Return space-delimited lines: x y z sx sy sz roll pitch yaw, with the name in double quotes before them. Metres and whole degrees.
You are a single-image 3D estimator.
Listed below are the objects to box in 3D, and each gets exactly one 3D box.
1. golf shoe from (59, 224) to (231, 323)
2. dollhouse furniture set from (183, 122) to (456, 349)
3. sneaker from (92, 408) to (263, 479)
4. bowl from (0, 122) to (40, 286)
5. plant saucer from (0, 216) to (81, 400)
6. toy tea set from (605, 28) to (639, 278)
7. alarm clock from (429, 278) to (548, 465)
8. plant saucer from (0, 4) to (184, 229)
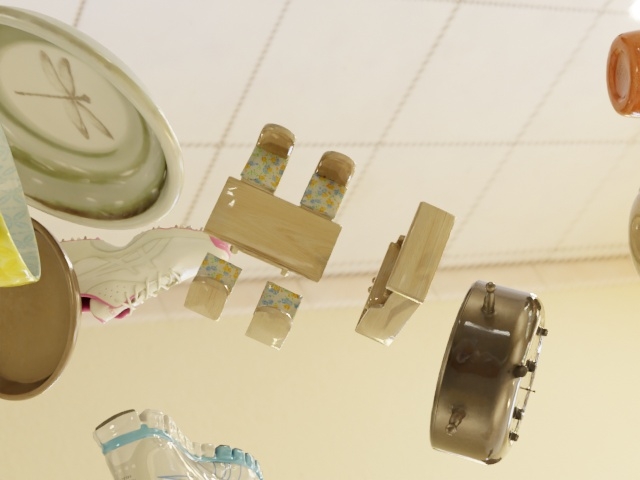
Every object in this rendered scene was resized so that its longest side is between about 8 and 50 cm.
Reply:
"golf shoe" -0.283 0.061 2.007 0.306 0.140 0.115 -8 151 11
"dollhouse furniture set" 0.000 0.000 1.424 0.242 0.212 0.161 24 154 -2
"sneaker" -0.102 0.194 0.989 0.071 0.083 0.191 -28 147 19
"bowl" -0.443 -0.065 1.515 0.156 0.289 0.289 -18 145 -5
"plant saucer" -0.443 0.094 1.905 0.278 0.278 0.041 -50 156 27
"toy tea set" 0.339 -0.065 1.102 0.124 0.336 0.200 -4 172 -8
"alarm clock" 0.128 0.101 0.970 0.192 0.064 0.129 49 57 -75
"plant saucer" -0.347 -0.178 1.723 0.400 0.400 0.100 90 21 -53
